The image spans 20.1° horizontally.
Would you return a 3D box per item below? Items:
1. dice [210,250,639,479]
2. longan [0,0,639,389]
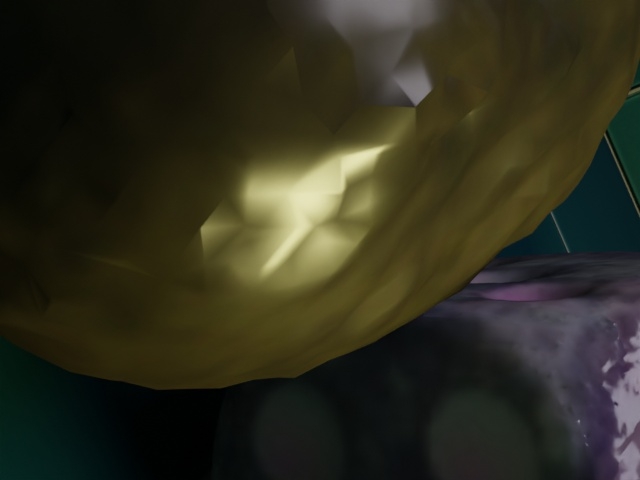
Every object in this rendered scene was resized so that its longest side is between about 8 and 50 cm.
[{"bbox_3d":[0.117,0.151,1.043,0.270,0.271,0.270,-11,98,-53],"label":"dice"},{"bbox_3d":[-0.056,-0.138,0.869,0.436,0.404,0.404,-28,96,-41],"label":"longan"}]
